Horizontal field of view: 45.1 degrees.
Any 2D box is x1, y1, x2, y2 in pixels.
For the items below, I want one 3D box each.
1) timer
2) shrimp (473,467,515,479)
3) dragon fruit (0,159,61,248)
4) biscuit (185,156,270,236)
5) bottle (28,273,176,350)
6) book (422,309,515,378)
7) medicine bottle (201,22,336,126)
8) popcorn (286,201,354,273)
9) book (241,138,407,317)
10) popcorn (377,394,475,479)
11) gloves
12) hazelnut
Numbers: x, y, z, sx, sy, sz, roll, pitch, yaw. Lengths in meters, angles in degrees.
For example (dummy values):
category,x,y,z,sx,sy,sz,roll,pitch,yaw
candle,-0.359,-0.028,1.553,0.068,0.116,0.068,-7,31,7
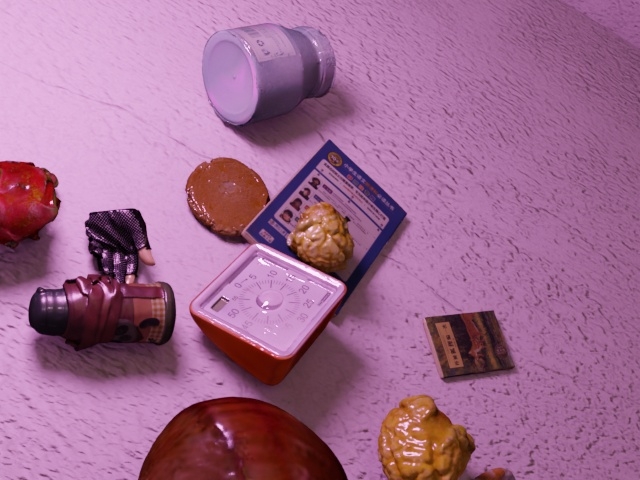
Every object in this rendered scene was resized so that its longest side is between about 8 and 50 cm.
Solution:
category,x,y,z,sx,sy,sz,roll,pitch,yaw
timer,-0.120,0.148,1.669,0.250,0.161,0.257,36,49,9
shrimp,0.398,0.593,1.703,0.161,0.049,0.166,-17,69,-32
dragon fruit,-0.634,-0.079,1.554,0.200,0.269,0.198,-15,109,-11
biscuit,-0.223,-0.105,1.860,0.226,0.042,0.226,13,55,-19
bottle,-0.432,0.144,1.521,0.271,0.143,0.156,4,96,-29
book,0.371,0.259,1.933,0.228,0.024,0.160,-1,62,-29
medicine bottle,-0.126,-0.443,2.015,0.290,0.245,0.245,-21,70,-39
popcorn,0.009,-0.007,1.782,0.173,0.142,0.173,33,21,-15
book,0.024,-0.043,1.925,0.300,0.039,0.428,44,48,-5
popcorn,0.222,0.452,1.642,0.200,0.226,0.203,-39,123,-8
gloves,-0.429,0.025,1.642,0.129,0.106,0.180,-5,90,-29
hazelnut,-0.127,0.474,1.310,0.421,0.353,0.421,29,32,-20
